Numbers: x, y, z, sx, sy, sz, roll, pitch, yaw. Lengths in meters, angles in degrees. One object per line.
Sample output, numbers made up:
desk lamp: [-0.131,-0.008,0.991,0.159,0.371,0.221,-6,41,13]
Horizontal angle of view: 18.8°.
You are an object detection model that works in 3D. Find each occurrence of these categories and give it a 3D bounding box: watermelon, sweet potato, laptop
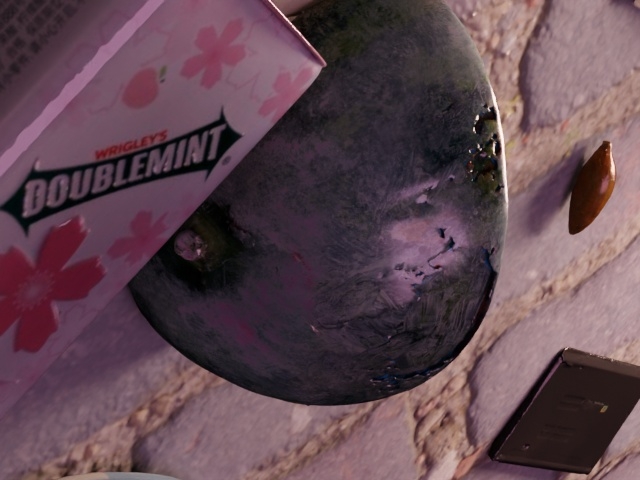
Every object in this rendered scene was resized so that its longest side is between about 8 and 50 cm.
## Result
watermelon: [-0.005,0.001,1.283,0.175,0.188,0.321,-11,134,-41]
sweet potato: [0.232,-0.041,1.649,0.034,0.034,0.095,-14,133,-40]
laptop: [0.252,0.172,1.913,0.197,0.016,0.135,15,112,-54]

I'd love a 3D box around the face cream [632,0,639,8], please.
face cream: [0.391,-0.201,1.633,0.341,0.084,0.137,20,107,-46]

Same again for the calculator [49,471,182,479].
calculator: [-0.181,0.257,1.490,0.303,0.042,0.188,15,113,-50]

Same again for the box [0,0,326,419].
box: [-0.177,-0.026,1.137,0.369,0.112,0.190,-49,146,1]

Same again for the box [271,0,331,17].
box: [0.013,-0.219,1.224,0.090,0.024,0.167,-16,137,-40]
